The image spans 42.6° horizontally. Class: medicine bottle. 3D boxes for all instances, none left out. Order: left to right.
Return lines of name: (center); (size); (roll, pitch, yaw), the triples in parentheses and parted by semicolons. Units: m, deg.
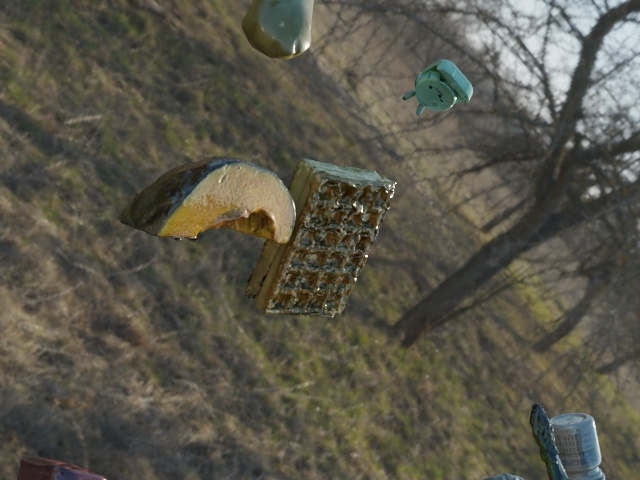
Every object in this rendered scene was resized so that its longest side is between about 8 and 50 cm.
medicine bottle: (0.546, 0.462, 1.752); (0.105, 0.105, 0.168); (-21, 100, -76)

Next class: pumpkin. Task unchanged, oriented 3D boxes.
pumpkin: (-0.190, -0.084, 1.373); (0.169, 0.148, 0.312); (29, 14, 38)

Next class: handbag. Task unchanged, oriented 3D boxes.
handbag: (-0.535, 0.519, 1.664); (0.146, 0.225, 0.135); (21, 72, -36)

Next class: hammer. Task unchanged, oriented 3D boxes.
hammer: (-0.019, -0.260, 0.694); (0.202, 0.113, 0.305); (14, 52, -3)

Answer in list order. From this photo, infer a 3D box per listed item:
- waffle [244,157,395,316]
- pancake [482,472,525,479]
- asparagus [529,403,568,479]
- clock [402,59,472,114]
waffle: (0.001, 0.001, 1.564); (0.213, 0.308, 0.091); (5, 26, -42)
pancake: (0.233, 0.411, 1.117); (0.199, 0.199, 0.021); (44, -20, -29)
asparagus: (0.356, 0.332, 1.278); (0.030, 0.036, 0.165); (104, -21, -57)
clock: (0.237, -0.306, 1.682); (0.101, 0.135, 0.041); (42, 52, -22)
